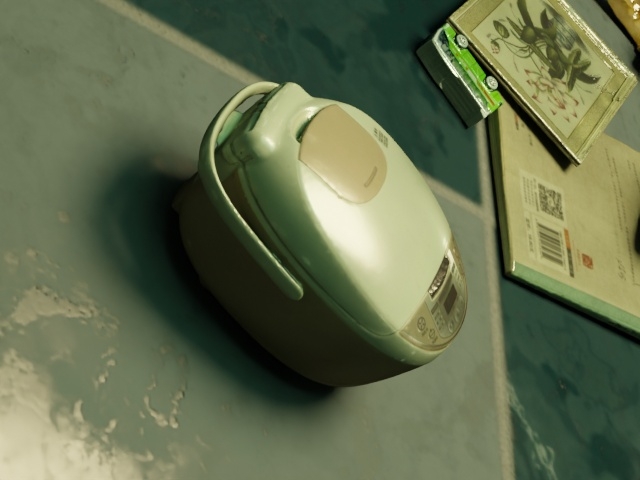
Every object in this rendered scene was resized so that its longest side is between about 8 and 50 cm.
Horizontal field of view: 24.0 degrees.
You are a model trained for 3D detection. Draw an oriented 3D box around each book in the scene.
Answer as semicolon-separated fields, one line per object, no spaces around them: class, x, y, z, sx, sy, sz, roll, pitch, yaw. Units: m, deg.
book;0.253;-0.012;1.309;0.282;0.025;0.215;26;47;-32

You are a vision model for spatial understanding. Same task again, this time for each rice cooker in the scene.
rice cooker;0.000;0.000;0.948;0.206;0.127;0.145;43;38;-10

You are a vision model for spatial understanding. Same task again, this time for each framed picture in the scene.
framed picture;0.205;-0.169;1.360;0.173;0.010;0.231;47;33;-3

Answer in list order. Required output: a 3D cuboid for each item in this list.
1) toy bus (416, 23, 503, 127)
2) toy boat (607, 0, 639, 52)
toy bus;0.115;-0.137;1.248;0.083;0.031;0.037;54;47;-3
toy boat;0.404;-0.162;1.527;0.310;0.089;0.115;51;29;-6
